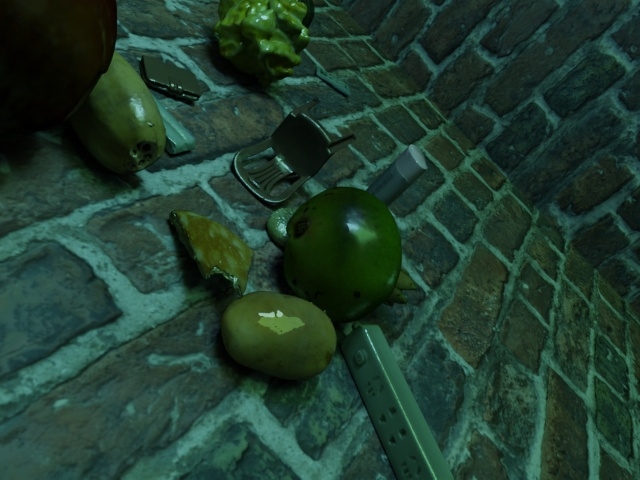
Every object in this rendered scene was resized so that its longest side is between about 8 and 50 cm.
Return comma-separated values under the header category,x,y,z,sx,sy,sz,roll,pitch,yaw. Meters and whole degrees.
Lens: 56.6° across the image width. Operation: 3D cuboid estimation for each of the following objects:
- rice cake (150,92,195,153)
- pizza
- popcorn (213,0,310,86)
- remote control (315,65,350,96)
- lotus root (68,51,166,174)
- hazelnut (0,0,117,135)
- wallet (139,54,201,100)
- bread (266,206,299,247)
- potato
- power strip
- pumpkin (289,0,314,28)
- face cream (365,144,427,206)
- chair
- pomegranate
category,x,y,z,sx,sy,sz,roll,pitch,yaw
rice cake,-0.387,-0.292,1.377,0.226,0.040,0.085,46,31,3
pizza,-0.201,0.029,1.175,0.181,0.034,0.262,22,23,-36
popcorn,-0.171,-0.630,1.808,0.312,0.312,0.312,31,33,-23
remote control,0.049,-0.619,2.320,0.162,0.029,0.061,28,32,-18
lotus root,-0.428,-0.283,1.187,0.151,0.169,0.343,-10,61,-52
hazelnut,-0.543,-0.379,0.934,0.428,0.402,0.402,15,40,-21
wallet,-0.386,-0.414,1.531,0.152,0.039,0.118,14,40,-36
bread,0.000,0.000,1.483,0.207,0.056,0.286,53,33,16
potato,-0.075,0.171,1.111,0.233,0.146,0.150,23,6,-32
power strip,0.142,0.332,1.211,0.062,0.091,0.385,8,46,-42
pumpkin,-0.165,-0.870,2.198,0.300,0.207,0.300,22,28,-13
face cream,0.186,-0.147,1.670,0.073,0.269,0.107,27,34,-28
chair,-0.068,-0.237,1.561,0.175,0.183,0.326,44,29,1
pomegranate,0.096,0.036,1.332,0.358,0.216,0.310,29,51,-30
